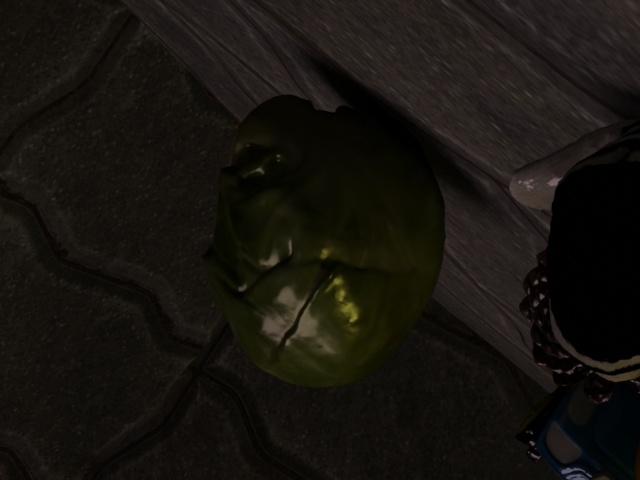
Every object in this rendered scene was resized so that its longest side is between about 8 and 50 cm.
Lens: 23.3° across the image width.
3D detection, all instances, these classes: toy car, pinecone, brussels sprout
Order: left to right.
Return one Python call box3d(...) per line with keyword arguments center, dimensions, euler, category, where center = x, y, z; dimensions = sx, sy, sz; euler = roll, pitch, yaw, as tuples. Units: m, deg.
box3d(center=(0.000, 0.000, 1.689), dimensions=(0.247, 0.328, 0.328), euler=(12, -164, -36), category="brussels sprout")
box3d(center=(0.218, 0.051, 1.134), dimensions=(0.121, 0.140, 0.140), euler=(-7, -157, -25), category="pinecone")
box3d(center=(0.308, 0.177, 1.429), dimensions=(0.198, 0.166, 0.314), euler=(41, -165, 12), category="toy car")

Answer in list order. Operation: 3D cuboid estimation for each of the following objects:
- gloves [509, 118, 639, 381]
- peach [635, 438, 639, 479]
box3d(center=(0.182, -0.002, 0.855), dimensions=(0.140, 0.131, 0.219), euler=(61, -152, 5), category="gloves")
box3d(center=(0.284, 0.132, 0.866), dimensions=(0.197, 0.197, 0.197), euler=(41, 178, 2), category="peach")
